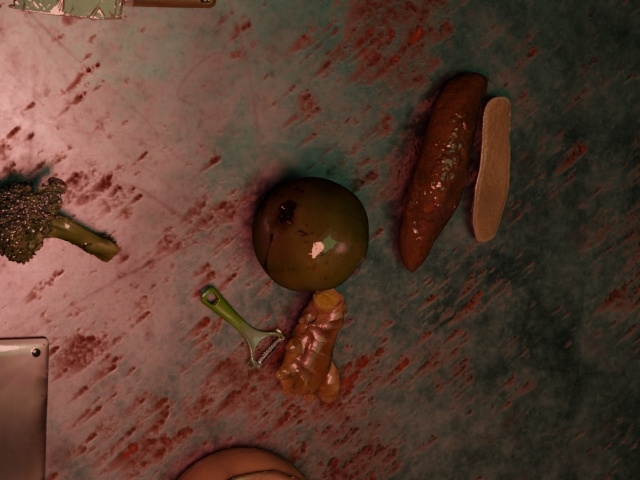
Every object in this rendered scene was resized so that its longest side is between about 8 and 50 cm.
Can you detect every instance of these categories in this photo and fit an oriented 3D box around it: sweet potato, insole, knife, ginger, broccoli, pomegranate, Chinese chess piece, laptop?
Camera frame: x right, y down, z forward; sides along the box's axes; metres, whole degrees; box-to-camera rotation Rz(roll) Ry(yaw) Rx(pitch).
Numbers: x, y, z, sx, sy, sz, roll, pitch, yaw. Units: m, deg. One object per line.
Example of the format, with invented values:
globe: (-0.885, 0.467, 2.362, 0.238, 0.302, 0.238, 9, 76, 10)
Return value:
sweet potato: (0.192, -0.107, 2.011, 0.092, 0.114, 0.341, 19, 96, 10)
insole: (0.285, -0.116, 2.082, 0.081, 0.011, 0.247, -13, 115, -36)
knife: (-0.131, 0.131, 1.979, 0.166, 0.023, 0.078, 45, 77, -27)
ginger: (-0.018, 0.174, 2.008, 0.115, 0.081, 0.205, -2, 110, -9)
knife: (-0.291, -0.336, 1.799, 0.298, 0.017, 0.047, -3, 110, -23)
broccoli: (-0.375, -0.014, 1.804, 0.204, 0.118, 0.122, 21, 73, -39)
pomegranate: (0.004, 0.001, 1.921, 0.211, 0.179, 0.179, 23, 93, -27)
Chinese chess piece: (-0.128, 0.464, 2.015, 0.270, 0.112, 0.269, -6, 106, -22)
laptop: (-0.497, 0.274, 1.864, 0.188, 0.015, 0.269, 0, 103, -23)
